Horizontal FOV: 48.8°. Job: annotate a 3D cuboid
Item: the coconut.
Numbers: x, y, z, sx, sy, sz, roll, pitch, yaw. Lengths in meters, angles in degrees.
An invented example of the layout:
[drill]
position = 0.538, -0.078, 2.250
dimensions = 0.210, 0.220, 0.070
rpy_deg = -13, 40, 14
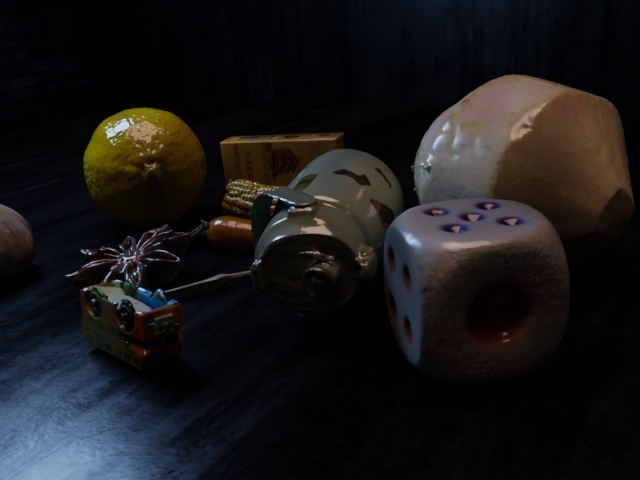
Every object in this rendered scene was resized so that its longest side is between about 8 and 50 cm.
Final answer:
[coconut]
position = 0.339, -0.096, 1.153
dimensions = 0.353, 0.352, 0.352
rpy_deg = -4, 19, 1

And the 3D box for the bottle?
[bottle]
position = 0.000, 0.000, 1.117
dimensions = 0.229, 0.229, 0.351
rpy_deg = 1, 23, 16

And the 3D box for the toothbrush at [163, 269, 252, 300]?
[toothbrush]
position = -0.198, 0.078, 1.194
dimensions = 0.294, 0.026, 0.028
rpy_deg = -11, 35, -19

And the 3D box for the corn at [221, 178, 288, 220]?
[corn]
position = -0.080, -0.072, 1.501
dimensions = 0.292, 0.101, 0.101
rpy_deg = 8, 23, 24

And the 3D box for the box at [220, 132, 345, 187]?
[box]
position = -0.079, -0.148, 1.594
dimensions = 0.274, 0.174, 0.076
rpy_deg = 0, 21, 17

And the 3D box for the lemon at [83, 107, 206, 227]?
[lemon]
position = -0.388, -0.161, 1.570
dimensions = 0.293, 0.293, 0.293
rpy_deg = -4, 19, 1

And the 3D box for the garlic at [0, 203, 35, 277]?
[garlic]
position = -0.661, 0.002, 1.331
dimensions = 0.228, 0.152, 0.228
rpy_deg = 0, 23, 0

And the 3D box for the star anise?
[star anise]
position = -0.315, 0.037, 1.254
dimensions = 0.263, 0.081, 0.230
rpy_deg = -21, 22, -12

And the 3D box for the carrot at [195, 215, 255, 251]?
[carrot]
position = -0.088, -0.007, 1.362
dimensions = 0.336, 0.069, 0.069
rpy_deg = 4, 21, 15

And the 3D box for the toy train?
[toy train]
position = -0.271, 0.113, 1.001
dimensions = 0.188, 0.099, 0.072
rpy_deg = 12, 22, 42

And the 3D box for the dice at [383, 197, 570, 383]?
[dice]
position = 0.193, 0.059, 0.906
dimensions = 0.194, 0.193, 0.192
rpy_deg = -9, 18, -9
